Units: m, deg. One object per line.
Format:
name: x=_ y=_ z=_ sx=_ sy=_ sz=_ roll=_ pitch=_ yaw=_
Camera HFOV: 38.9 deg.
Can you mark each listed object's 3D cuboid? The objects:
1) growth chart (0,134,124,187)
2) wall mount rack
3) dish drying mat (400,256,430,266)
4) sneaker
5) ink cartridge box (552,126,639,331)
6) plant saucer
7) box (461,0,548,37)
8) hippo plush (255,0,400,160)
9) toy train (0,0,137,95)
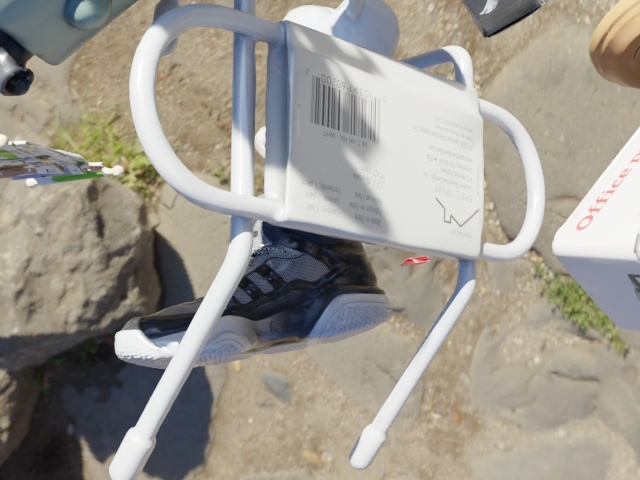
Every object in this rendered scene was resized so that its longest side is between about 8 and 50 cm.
growth chart: x=-0.383 y=-0.096 z=1.121 sx=0.172 sy=0.237 sz=0.021 roll=-7 pitch=82 yaw=24
wall mount rack: x=0.000 y=0.000 z=0.577 sx=0.130 sy=0.350 sz=0.304 roll=-8 pitch=77 yaw=46
dish drying mat: x=0.119 y=0.026 z=1.142 sx=0.032 sy=0.083 sz=0.008 roll=-8 pitch=87 yaw=1
sneaker: x=-0.071 y=0.035 z=0.879 sx=0.269 sy=0.101 sz=0.153 roll=-8 pitch=78 yaw=-16
ink cartridge box: x=0.344 y=-0.024 z=0.697 sx=0.115 sy=0.273 sz=0.198 roll=46 pitch=75 yaw=-18
plant saucer: x=0.399 y=-0.227 z=0.994 sx=0.200 sy=0.037 sz=0.200 roll=-11 pitch=154 yaw=-5
box: x=0.121 y=-0.292 z=0.691 sx=0.056 sy=0.183 sz=0.231 roll=-24 pitch=105 yaw=42
hippo plush: x=0.036 y=-0.227 z=1.280 sx=0.294 sy=0.234 sz=0.236 roll=0 pitch=104 yaw=21
toy train: x=-0.119 y=-0.219 z=0.477 sx=0.334 sy=0.142 sz=0.190 roll=-37 pitch=74 yaw=3
